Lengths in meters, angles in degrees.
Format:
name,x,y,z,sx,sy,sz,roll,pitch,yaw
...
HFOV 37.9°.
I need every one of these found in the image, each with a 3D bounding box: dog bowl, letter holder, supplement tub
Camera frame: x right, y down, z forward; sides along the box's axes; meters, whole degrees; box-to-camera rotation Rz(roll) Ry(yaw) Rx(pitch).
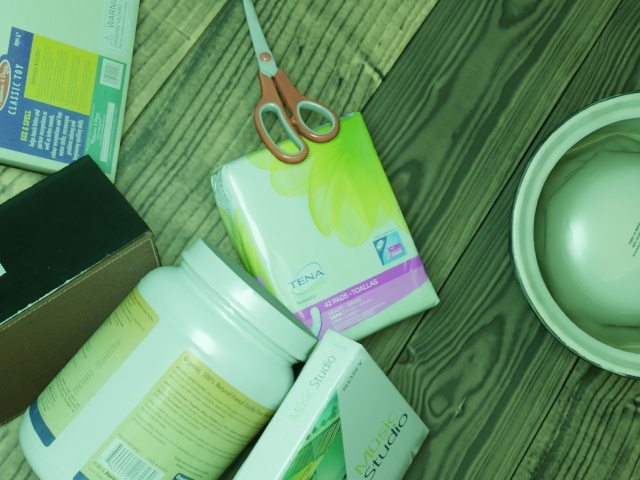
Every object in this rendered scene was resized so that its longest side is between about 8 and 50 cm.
name,x,y,z,sx,sy,sz,roll,pitch,yaw
dog bowl,0.461,-0.005,1.363,0.408,0.150,0.408,0,86,-3
letter holder,-0.356,0.076,1.154,0.302,0.214,0.152,-34,63,-19
supplement tub,-0.175,0.175,1.113,0.228,0.228,0.316,42,89,-9

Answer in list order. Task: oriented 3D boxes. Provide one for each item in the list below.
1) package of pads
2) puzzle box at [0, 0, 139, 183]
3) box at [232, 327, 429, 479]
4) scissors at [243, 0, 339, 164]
name,x,y,z,sx,sy,sz,roll,pitch,yaw
package of pads,0.000,0.000,1.285,0.229,0.101,0.296,-23,91,-20
puzzle box,-0.366,-0.291,1.177,0.272,0.052,0.409,13,79,-39
box,0.022,0.277,1.177,0.232,0.058,0.322,-57,146,-14
scissors,-0.079,-0.232,1.272,0.109,0.021,0.297,-26,71,-18
